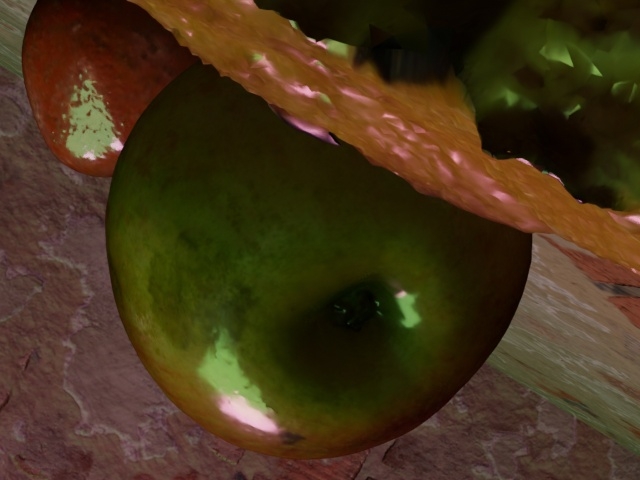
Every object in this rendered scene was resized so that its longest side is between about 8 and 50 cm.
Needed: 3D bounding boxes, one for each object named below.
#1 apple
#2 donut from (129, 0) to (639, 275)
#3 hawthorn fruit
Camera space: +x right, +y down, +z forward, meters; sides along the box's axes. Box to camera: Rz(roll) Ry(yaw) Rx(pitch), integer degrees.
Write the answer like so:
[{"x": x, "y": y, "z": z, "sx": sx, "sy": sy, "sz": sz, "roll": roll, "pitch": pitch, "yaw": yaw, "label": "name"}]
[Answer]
[{"x": 0.000, "y": 0.000, "z": 1.067, "sx": 0.340, "sy": 0.339, "sz": 0.339, "roll": 30, "pitch": 174, "yaw": 3, "label": "apple"}, {"x": 0.013, "y": -0.151, "z": 0.571, "sx": 0.435, "sy": 0.163, "sz": 0.378, "roll": 33, "pitch": 175, "yaw": -37, "label": "donut"}, {"x": -0.193, "y": -0.182, "z": 1.294, "sx": 0.199, "sy": 0.199, "sz": 0.251, "roll": 26, "pitch": 149, "yaw": 37, "label": "hawthorn fruit"}]
